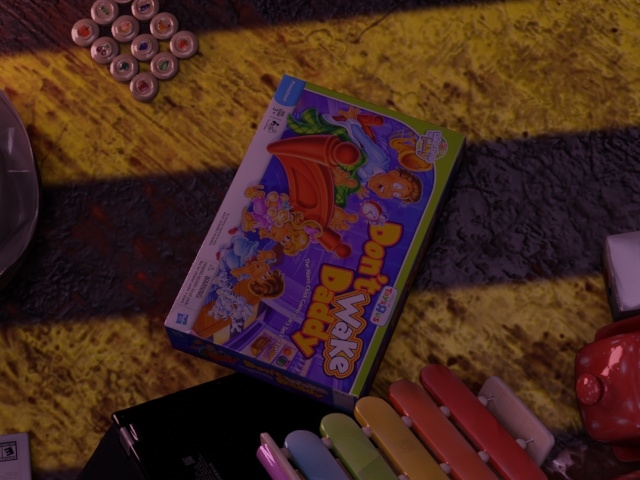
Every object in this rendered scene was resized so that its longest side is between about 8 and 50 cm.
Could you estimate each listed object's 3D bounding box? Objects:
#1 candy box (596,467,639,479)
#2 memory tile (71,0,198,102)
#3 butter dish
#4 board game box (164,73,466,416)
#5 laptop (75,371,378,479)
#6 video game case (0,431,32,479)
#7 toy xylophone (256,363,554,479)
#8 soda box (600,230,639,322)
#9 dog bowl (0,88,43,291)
[{"bbox_3d":[0.403,0.282,1.409,0.317,0.268,0.122,-15,81,3],"label":"candy box"},{"bbox_3d":[-0.235,-0.256,1.726,0.148,0.012,0.113,43,86,13],"label":"memory tile"},{"bbox_3d":[0.331,0.161,1.487,0.118,0.160,0.160,0,76,-32],"label":"butter dish"},{"bbox_3d":[0.000,0.000,1.572,0.233,0.078,0.347,19,68,10],"label":"board game box"},{"bbox_3d":[-0.100,0.372,1.486,0.408,0.236,0.382,-17,43,-22],"label":"laptop"},{"bbox_3d":[-0.438,0.327,1.575,0.212,0.023,0.193,-6,60,-9],"label":"video game case"},{"bbox_3d":[0.104,0.247,1.395,0.322,0.081,0.236,-16,44,-37],"label":"toy xylophone"},{"bbox_3d":[0.469,0.023,1.542,0.286,0.098,0.091,-9,77,5],"label":"soda box"},{"bbox_3d":[-0.503,-0.051,1.670,0.349,0.102,0.349,-1,78,7],"label":"dog bowl"}]
